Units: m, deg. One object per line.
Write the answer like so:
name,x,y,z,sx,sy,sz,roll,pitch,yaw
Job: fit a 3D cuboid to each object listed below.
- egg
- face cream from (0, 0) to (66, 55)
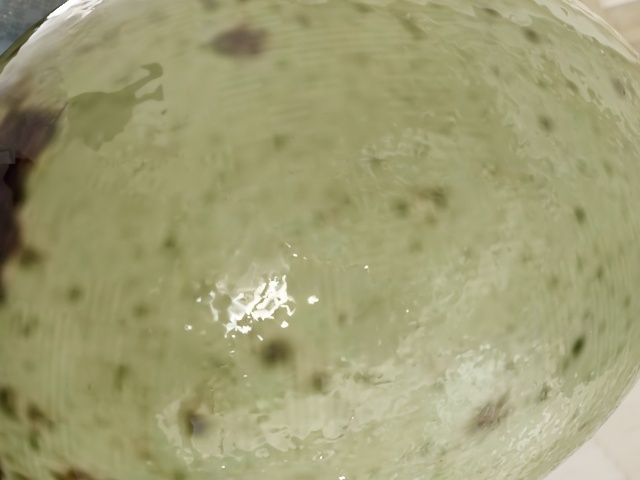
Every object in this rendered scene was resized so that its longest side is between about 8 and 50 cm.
egg,0.000,0.000,0.858,0.287,0.379,0.288,30,-48,40
face cream,-0.147,-0.124,1.045,0.086,0.385,0.136,128,-27,-46
